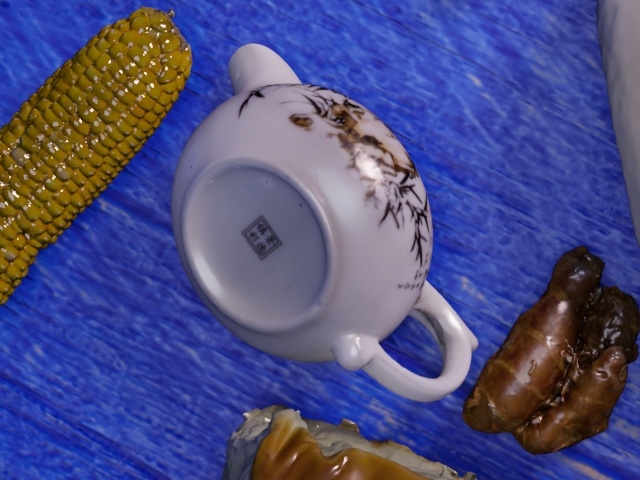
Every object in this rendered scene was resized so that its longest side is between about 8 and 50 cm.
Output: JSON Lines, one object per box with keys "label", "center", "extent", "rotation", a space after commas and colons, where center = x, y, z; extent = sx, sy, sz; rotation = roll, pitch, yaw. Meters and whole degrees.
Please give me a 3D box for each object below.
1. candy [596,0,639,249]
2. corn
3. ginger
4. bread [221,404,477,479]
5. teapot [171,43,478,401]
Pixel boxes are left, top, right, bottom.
{"label": "candy", "center": [0.404, -0.101, 1.392], "extent": [0.426, 0.186, 0.386], "rotation": [4, 89, 8]}
{"label": "corn", "center": [-0.212, -0.056, 1.532], "extent": [0.313, 0.102, 0.102], "rotation": [-45, 85, 3]}
{"label": "ginger", "center": [0.184, 0.092, 1.481], "extent": [0.103, 0.073, 0.162], "rotation": [32, 95, 6]}
{"label": "bread", "center": [0.042, 0.262, 1.434], "extent": [0.279, 0.225, 0.250], "rotation": [14, 95, 4]}
{"label": "teapot", "center": [0.000, 0.000, 1.483], "extent": [0.208, 0.166, 0.300], "rotation": [-36, 96, 26]}
